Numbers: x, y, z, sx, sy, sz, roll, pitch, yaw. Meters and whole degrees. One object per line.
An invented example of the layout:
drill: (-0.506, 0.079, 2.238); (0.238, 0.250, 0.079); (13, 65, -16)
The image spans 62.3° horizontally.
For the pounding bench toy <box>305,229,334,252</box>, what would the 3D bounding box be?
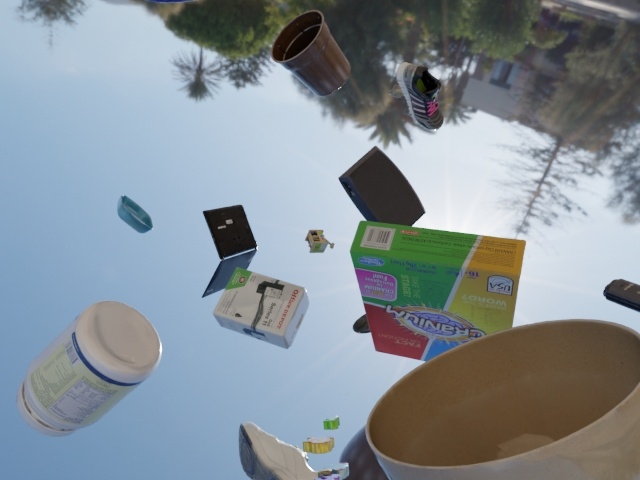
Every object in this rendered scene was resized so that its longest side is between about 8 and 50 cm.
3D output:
pounding bench toy: (0.000, 0.000, 1.742); (0.083, 0.052, 0.065); (0, -132, -26)

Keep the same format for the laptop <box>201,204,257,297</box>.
laptop: (-0.335, 0.029, 1.823); (0.137, 0.264, 0.234); (-20, -179, 25)

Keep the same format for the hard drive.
hard drive: (0.187, -0.130, 1.527); (0.254, 0.172, 0.054); (51, 167, -14)

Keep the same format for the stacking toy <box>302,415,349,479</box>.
stacking toy: (0.024, 0.415, 0.934); (0.052, 0.167, 0.221); (-7, 171, 12)

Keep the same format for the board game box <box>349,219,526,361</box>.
board game box: (0.192, 0.105, 0.866); (0.242, 0.316, 0.064); (8, -127, 21)

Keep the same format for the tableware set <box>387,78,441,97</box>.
tableware set: (0.319, -0.519, 1.803); (0.169, 0.141, 0.020); (7, -113, -23)

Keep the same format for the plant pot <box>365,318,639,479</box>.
plant pot: (0.214, 0.227, 0.540); (0.284, 0.191, 0.284); (-24, -177, 1)

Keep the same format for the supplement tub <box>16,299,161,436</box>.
supplement tub: (-0.597, 0.333, 1.365); (0.235, 0.325, 0.235); (43, -160, -19)

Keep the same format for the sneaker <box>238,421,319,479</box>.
sneaker: (-0.110, 0.564, 1.350); (0.129, 0.111, 0.297); (-9, -152, -39)

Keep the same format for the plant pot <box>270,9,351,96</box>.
plant pot: (-0.015, -0.476, 1.387); (0.165, 0.167, 0.167); (39, -173, -43)

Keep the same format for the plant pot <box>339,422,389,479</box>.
plant pot: (0.180, 0.580, 1.471); (0.215, 0.230, 0.215); (9, -142, -7)

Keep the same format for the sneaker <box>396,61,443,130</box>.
sneaker: (0.227, -0.304, 1.130); (0.063, 0.170, 0.075); (-45, -149, -16)

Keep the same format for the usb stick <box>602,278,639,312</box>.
usb stick: (0.817, 0.159, 1.256); (0.077, 0.045, 0.278); (-37, -148, -17)

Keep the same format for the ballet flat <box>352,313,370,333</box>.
ballet flat: (0.162, 0.205, 1.360); (0.049, 0.173, 0.057); (44, -150, -46)

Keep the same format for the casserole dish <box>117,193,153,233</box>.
casserole dish: (-0.540, -0.074, 1.528); (0.114, 0.037, 0.188); (43, 179, -28)

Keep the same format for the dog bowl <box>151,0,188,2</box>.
dog bowl: (-0.274, -0.595, 1.102); (0.265, 0.104, 0.265); (-4, -136, 4)

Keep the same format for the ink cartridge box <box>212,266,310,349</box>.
ink cartridge box: (-0.152, 0.176, 1.395); (0.208, 0.087, 0.153); (15, -120, 17)
